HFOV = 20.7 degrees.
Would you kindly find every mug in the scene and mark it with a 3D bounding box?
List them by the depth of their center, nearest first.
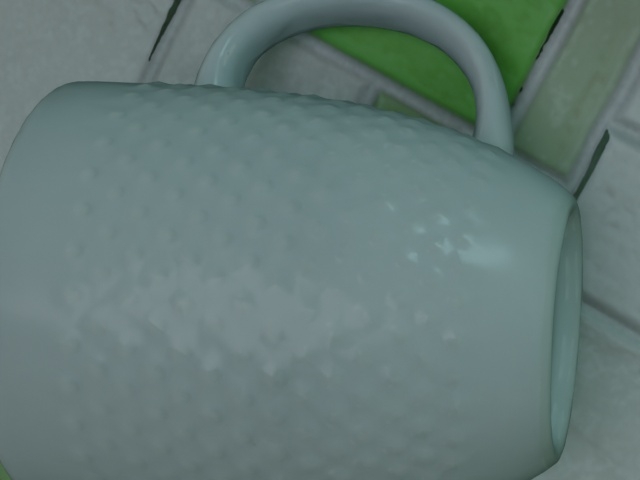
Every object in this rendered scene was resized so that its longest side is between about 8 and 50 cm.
[{"bbox_3d":[0.000,0.000,1.122,0.328,0.276,0.374,4,66,14],"label":"mug"}]
